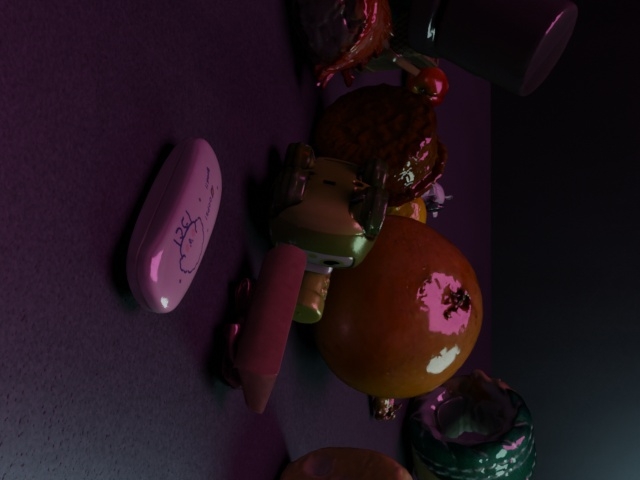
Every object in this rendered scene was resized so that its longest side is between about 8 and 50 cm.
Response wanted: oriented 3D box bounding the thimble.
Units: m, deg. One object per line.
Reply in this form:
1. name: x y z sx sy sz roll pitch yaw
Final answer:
1. thimble: 0.311 0.402 1.950 0.288 0.254 0.167 -67 151 -58

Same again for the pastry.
1. pastry: 0.088 -0.139 1.401 0.103 0.188 0.189 71 24 -48

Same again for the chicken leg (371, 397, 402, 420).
1. chicken leg: 0.117 0.216 1.653 0.101 0.085 0.208 -79 170 -68

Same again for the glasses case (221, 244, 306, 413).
1. glasses case: -0.074 0.101 1.087 0.194 0.070 0.102 -76 -175 -45

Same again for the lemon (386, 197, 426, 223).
1. lemon: 0.132 -0.046 1.666 0.133 0.109 0.109 65 27 -70

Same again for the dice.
1. dice: 0.031 0.377 1.201 0.169 0.166 0.169 -65 148 -56

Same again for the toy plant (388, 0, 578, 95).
1. toy plant: 0.163 -0.360 1.394 0.185 0.400 0.280 -21 142 -56

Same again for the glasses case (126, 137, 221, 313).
1. glasses case: -0.135 -0.018 0.900 0.197 0.049 0.076 -75 156 -43

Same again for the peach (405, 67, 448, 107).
1. peach: 0.226 -0.330 2.023 0.100 0.100 0.101 -2 90 -73

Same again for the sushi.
1. sushi: 0.020 -0.375 1.313 0.124 0.130 0.332 -26 109 -51

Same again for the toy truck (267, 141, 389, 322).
1. toy truck: 0.004 -0.020 1.224 0.187 0.148 0.211 -77 178 -47

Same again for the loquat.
1. loquat: 0.101 0.095 1.363 0.263 0.263 0.263 -2 90 -73

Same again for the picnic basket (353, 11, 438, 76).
1. picnic basket: 0.112 -0.411 1.582 0.165 0.139 0.267 -8 96 -73

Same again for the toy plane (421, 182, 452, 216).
1. toy plane: 0.176 -0.110 1.824 0.273 0.107 0.182 52 34 -55
